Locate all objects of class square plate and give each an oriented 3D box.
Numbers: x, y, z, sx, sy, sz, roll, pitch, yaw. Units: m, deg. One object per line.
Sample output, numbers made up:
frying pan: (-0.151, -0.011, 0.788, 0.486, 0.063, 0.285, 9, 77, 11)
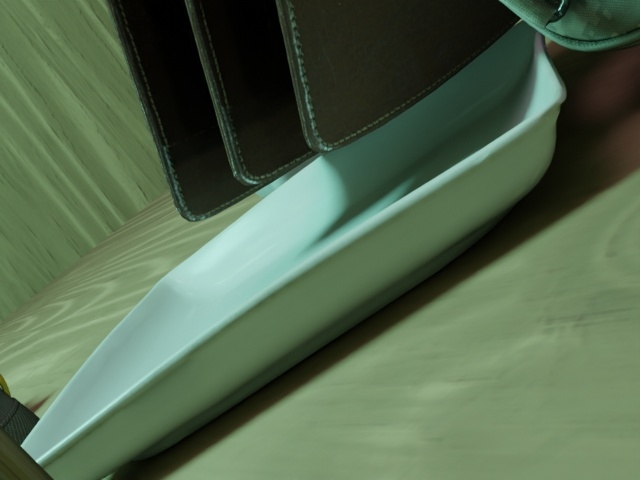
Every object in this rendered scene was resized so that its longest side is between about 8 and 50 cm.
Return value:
square plate: (0.000, 0.000, 0.732, 0.347, 0.049, 0.344, -35, 9, 17)

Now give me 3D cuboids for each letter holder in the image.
letter holder: (0.035, -0.147, 0.803, 0.152, 0.214, 0.302, 17, 43, 38)

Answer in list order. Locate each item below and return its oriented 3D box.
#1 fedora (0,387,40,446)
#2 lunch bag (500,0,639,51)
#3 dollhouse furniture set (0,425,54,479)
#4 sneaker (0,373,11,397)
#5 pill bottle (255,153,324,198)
fedora: (-0.289, 0.155, 0.824, 0.275, 0.124, 0.244, -37, 9, 6)
lunch bag: (0.213, -0.244, 0.639, 0.305, 0.212, 0.256, -43, -6, -49)
dollhouse furniture set: (-0.182, 0.101, 0.447, 0.161, 0.212, 0.242, -41, 36, -10)
sneaker: (-0.352, 0.176, 1.159, 0.093, 0.088, 0.225, -18, -5, -39)
pill bottle: (-0.016, -0.078, 1.014, 0.103, 0.103, 0.184, -39, 9, -8)
